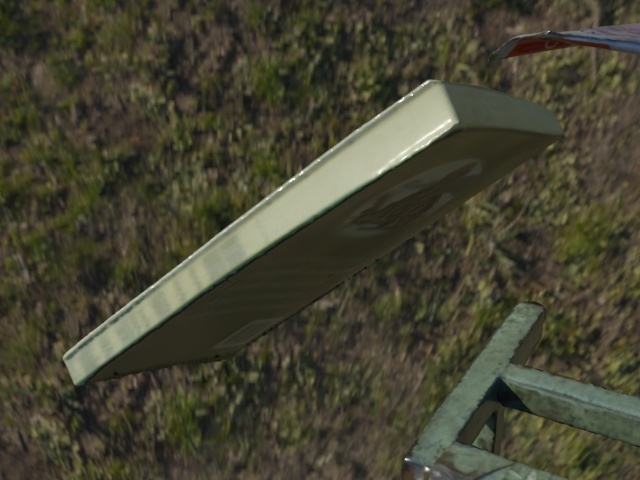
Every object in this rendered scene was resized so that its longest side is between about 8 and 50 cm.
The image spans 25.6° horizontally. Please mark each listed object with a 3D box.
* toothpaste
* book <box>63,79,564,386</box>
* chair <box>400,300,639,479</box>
[{"bbox_3d":[0.257,-0.124,0.928,0.301,0.048,0.075,0,24,-23],"label":"toothpaste"},{"bbox_3d":[0.000,0.000,1.114,0.371,0.260,0.043,-35,77,22],"label":"book"},{"bbox_3d":[0.085,0.154,0.514,0.147,0.136,0.270,15,34,22],"label":"chair"}]
